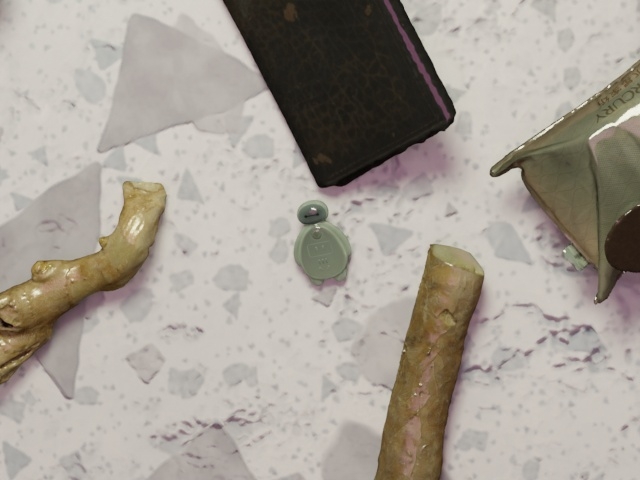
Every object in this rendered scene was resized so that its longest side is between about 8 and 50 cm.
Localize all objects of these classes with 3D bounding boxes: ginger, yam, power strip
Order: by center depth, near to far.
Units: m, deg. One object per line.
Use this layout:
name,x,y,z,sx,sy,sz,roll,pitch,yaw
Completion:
yam,0.095,0.151,1.532,0.066,0.066,0.300,12,96,6
power strip,0.000,0.000,1.553,0.055,0.035,0.083,-12,106,8
ginger,-0.255,0.048,1.565,0.288,0.075,0.089,-43,129,7

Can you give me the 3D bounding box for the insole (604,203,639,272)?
insole,0.399,-0.039,1.439,0.327,0.007,0.111,-16,128,-11

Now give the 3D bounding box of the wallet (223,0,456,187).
wallet,-0.005,-0.217,1.507,0.170,0.044,0.321,-27,91,34

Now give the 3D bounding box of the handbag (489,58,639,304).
handbag,0.307,-0.079,1.461,0.270,0.117,0.182,-38,83,7
